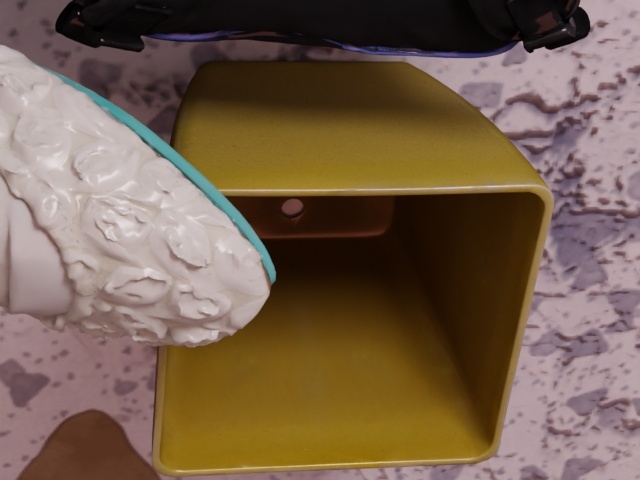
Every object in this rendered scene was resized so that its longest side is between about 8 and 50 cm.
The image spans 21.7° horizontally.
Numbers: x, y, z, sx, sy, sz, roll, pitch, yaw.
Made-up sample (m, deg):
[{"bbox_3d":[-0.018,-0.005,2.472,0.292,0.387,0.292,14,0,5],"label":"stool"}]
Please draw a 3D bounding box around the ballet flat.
[{"bbox_3d":[-0.218,-0.052,0.848,0.409,0.147,0.147,37,120,9],"label":"ballet flat"}]

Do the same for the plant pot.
[{"bbox_3d":[0.000,0.000,1.017,0.212,0.187,0.212,-1,128,-10],"label":"plant pot"}]

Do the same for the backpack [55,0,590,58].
[{"bbox_3d":[0.011,-0.235,0.818,0.277,0.213,0.263,-1,137,-14],"label":"backpack"}]
